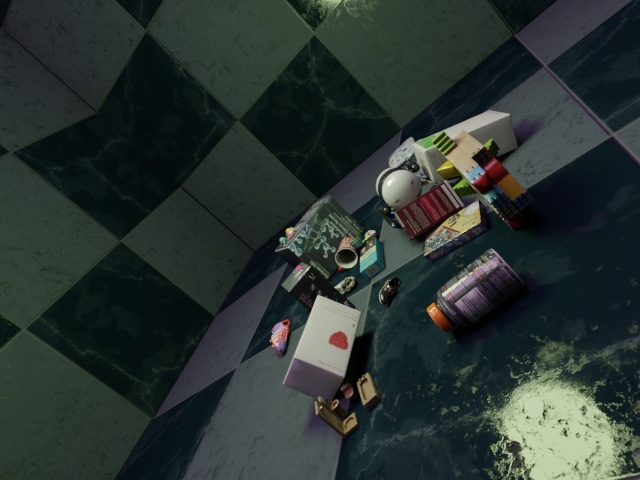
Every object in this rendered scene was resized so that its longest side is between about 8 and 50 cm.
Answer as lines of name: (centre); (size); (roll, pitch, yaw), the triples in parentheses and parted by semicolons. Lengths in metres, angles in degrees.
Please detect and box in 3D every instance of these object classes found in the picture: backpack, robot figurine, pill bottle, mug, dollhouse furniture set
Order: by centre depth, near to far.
pill bottle: (0.412, 0.146, 1.161); (0.246, 0.130, 0.130); (-42, 16, 15)
dollhouse furniture set: (0.076, 0.462, 1.272); (0.151, 0.123, 0.144); (-45, 15, 7)
robot figurine: (0.336, -0.225, 1.831); (0.174, 0.209, 0.278); (-8, 14, 0)
mug: (0.127, 0.066, 2.198); (0.150, 0.113, 0.169); (-39, 13, 22)
backpack: (0.482, -0.395, 2.263); (0.263, 0.213, 0.276); (-50, 14, 30)

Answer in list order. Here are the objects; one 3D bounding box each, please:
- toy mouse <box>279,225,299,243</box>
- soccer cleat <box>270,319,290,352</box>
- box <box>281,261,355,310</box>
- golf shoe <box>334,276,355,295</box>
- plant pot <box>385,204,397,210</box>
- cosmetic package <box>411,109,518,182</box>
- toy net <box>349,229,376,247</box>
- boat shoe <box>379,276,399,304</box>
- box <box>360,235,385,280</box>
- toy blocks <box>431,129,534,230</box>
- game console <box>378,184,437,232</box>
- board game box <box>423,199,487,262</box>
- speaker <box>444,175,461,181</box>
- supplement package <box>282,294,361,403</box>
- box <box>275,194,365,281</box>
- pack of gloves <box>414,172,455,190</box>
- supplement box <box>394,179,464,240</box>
toy mouse: (-0.178, -0.025, 2.269); (0.161, 0.031, 0.143); (-33, 20, 42)
soccer cleat: (-0.189, 0.465, 2.089); (0.095, 0.083, 0.248); (-41, 13, 3)
box: (-0.012, 0.236, 1.816); (0.143, 0.270, 0.165); (-49, 16, -9)
golf shoe: (0.097, 0.230, 1.978); (0.176, 0.069, 0.086); (-37, -3, 21)
plant pot: (0.382, -0.151, 2.081); (0.109, 0.096, 0.109); (-50, 15, -10)
cosmetic package: (0.599, -0.397, 1.787); (0.366, 0.155, 0.197); (-24, 21, 4)
toy net: (0.230, -0.022, 2.101); (0.122, 0.045, 0.232); (-41, -7, 28)
boat shoe: (0.262, 0.189, 1.617); (0.042, 0.049, 0.133); (-42, 9, 49)
box: (0.237, 0.077, 1.956); (0.100, 0.060, 0.244); (-41, 16, 21)
toy blocks: (0.531, -0.169, 1.305); (0.191, 0.381, 0.261); (-43, 30, 18)
game console: (0.412, -0.155, 1.858); (0.293, 0.250, 0.173); (-105, 22, -73)
board game box: (0.495, -0.034, 1.571); (0.243, 0.042, 0.165); (-37, 17, 34)
speaker: (0.602, -0.301, 1.851); (0.136, 0.055, 0.055); (-16, 23, 12)
supplement package: (0.012, 0.372, 1.478); (0.293, 0.178, 0.175); (-67, -3, -51)
box: (0.000, 0.000, 2.353); (0.395, 0.293, 0.212); (-53, 16, -21)
pack of gloves: (0.506, -0.246, 1.883); (0.232, 0.195, 0.046); (-97, 20, -72)
supplement box: (0.427, -0.117, 1.681); (0.239, 0.130, 0.073); (-31, -10, 1)
